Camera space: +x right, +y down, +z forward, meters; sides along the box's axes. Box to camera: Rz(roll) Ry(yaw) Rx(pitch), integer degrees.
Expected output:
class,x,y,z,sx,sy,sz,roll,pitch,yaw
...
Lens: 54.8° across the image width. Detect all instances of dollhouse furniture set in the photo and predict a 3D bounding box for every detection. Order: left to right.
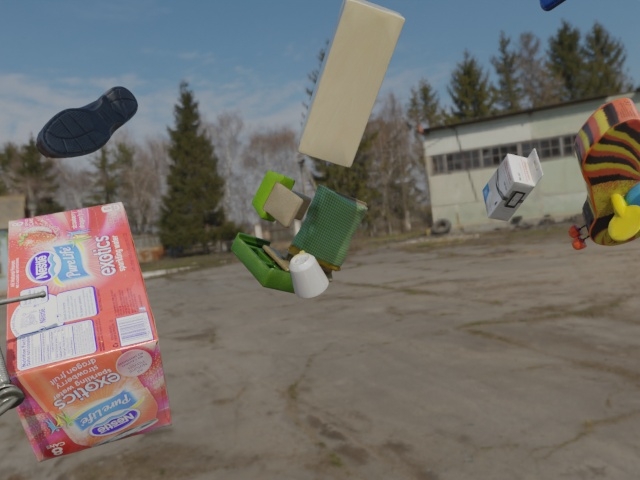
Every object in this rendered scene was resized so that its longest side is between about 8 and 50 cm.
class,x,y,z,sx,sy,sz,roll,pitch,yaw
dollhouse furniture set,0.000,0.000,1.279,0.302,0.197,0.151,17,16,-44

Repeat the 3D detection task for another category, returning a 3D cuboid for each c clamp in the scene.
class,x,y,z,sx,sy,sz,roll,pitch,yaw
c clamp,-0.293,0.100,0.515,0.137,0.022,0.160,-10,39,-27

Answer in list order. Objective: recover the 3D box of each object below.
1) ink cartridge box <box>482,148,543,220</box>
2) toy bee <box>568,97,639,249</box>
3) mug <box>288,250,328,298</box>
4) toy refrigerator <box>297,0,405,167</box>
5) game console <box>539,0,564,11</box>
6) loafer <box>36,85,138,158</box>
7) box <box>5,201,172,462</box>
class,x,y,z,sx,sy,sz,roll,pitch,yaw
ink cartridge box,0.227,-0.068,0.736,0.028,0.048,0.083,10,-40,-12
toy bee,0.425,-0.048,0.884,0.162,0.298,0.195,-27,14,27
mug,-0.029,0.054,1.069,0.062,0.064,0.078,-36,35,-21
toy refrigerator,0.047,-0.276,1.080,0.102,0.269,0.094,15,25,-9
game console,0.525,-0.591,1.099,0.250,0.293,0.173,-3,-7,10
loafer,-0.536,-0.256,1.410,0.095,0.109,0.302,-21,22,35
box,-0.291,0.094,0.761,0.154,0.142,0.300,-12,37,-20
